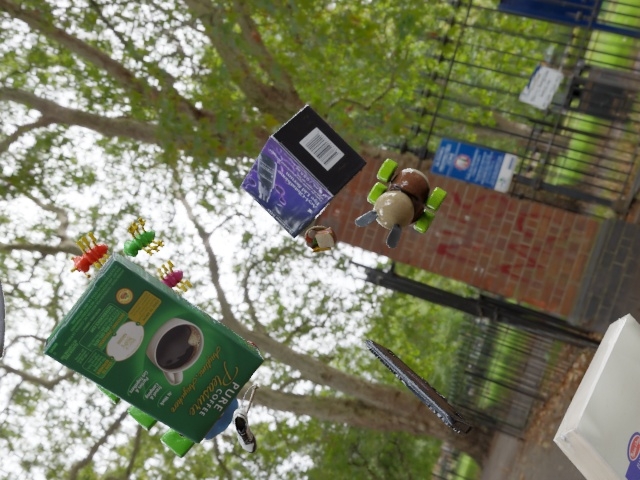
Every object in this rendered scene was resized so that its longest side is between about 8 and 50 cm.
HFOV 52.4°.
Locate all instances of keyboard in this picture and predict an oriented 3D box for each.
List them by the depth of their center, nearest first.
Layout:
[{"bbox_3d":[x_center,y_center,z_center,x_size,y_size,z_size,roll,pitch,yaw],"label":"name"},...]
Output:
[{"bbox_3d":[0.141,0.212,0.938,0.023,0.180,0.108,-51,-39,3],"label":"keyboard"}]

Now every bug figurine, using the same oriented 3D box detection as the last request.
[{"bbox_3d":[-0.435,0.087,1.518,0.216,0.279,0.072,-39,5,-29],"label":"bug figurine"}]

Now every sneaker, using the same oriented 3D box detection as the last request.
[{"bbox_3d":[-0.138,0.346,1.166,0.037,0.031,0.083,-76,-34,-87],"label":"sneaker"}]

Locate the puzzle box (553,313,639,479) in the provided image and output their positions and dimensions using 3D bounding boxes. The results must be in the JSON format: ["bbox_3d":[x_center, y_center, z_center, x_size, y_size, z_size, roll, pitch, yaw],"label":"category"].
[{"bbox_3d":[0.566,0.325,1.125,0.409,0.272,0.052,-31,-12,-49],"label":"puzzle box"}]

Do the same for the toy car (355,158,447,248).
[{"bbox_3d":[0.159,-0.058,1.418,0.188,0.155,0.149,-49,-14,-40],"label":"toy car"}]

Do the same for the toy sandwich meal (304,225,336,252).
[{"bbox_3d":[0.000,0.000,1.647,0.029,0.085,0.086,-79,-3,-56],"label":"toy sandwich meal"}]

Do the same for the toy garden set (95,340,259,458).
[{"bbox_3d":[-0.239,0.196,1.039,0.204,0.244,0.049,-46,-20,-29],"label":"toy garden set"}]

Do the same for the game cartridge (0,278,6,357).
[{"bbox_3d":[-0.650,0.078,1.101,0.196,0.294,0.060,-15,-8,-35],"label":"game cartridge"}]

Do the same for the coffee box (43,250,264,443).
[{"bbox_3d":[-0.161,0.109,0.645,0.113,0.184,0.040,-54,20,-1],"label":"coffee box"}]

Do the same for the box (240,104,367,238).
[{"bbox_3d":[-0.036,-0.120,1.196,0.108,0.153,0.207,-46,0,-31],"label":"box"}]

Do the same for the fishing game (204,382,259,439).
[{"bbox_3d":[-0.268,0.383,1.540,0.264,0.041,0.189,33,-109,-34],"label":"fishing game"}]
